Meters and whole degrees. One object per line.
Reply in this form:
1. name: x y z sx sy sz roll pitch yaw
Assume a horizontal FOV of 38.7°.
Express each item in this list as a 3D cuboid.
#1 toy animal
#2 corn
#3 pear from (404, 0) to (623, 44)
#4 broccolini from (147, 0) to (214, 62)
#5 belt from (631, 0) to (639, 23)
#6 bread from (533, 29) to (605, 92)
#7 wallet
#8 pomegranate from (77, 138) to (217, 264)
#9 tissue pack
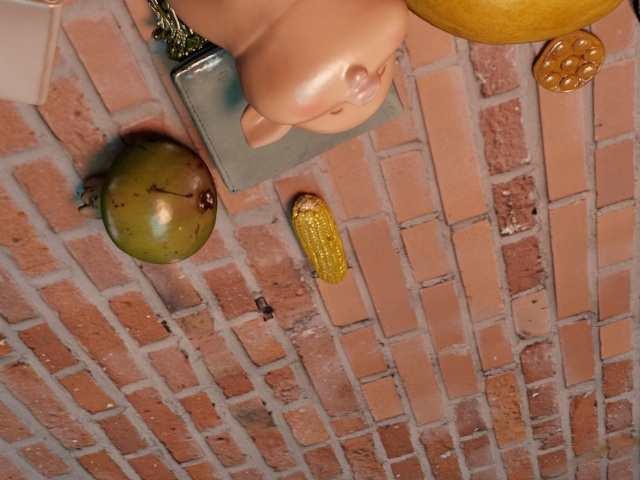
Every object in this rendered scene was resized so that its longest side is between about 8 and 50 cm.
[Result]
1. toy animal: -0.051 -0.262 1.048 0.237 0.326 0.269 -43 151 -5
2. corn: 0.000 0.000 1.505 0.067 0.067 0.206 -17 140 3
3. pear: 0.214 -0.360 1.020 0.314 0.314 0.314 -8 137 -7
4. broccolini: -0.191 -0.318 1.144 0.091 0.068 0.202 -25 122 -5
5. belt: 0.548 -0.262 1.354 0.126 0.094 0.359 -27 135 15
6. bread: 0.369 -0.265 1.354 0.110 0.024 0.110 -7 135 -7
7. wallet: -0.038 -0.210 1.249 0.290 0.054 0.251 -26 138 -4
8. pomegranate: -0.249 -0.044 1.314 0.210 0.179 0.179 -29 136 27
9. tissue pack: -0.426 -0.272 1.039 0.246 0.159 0.136 8 131 -22
